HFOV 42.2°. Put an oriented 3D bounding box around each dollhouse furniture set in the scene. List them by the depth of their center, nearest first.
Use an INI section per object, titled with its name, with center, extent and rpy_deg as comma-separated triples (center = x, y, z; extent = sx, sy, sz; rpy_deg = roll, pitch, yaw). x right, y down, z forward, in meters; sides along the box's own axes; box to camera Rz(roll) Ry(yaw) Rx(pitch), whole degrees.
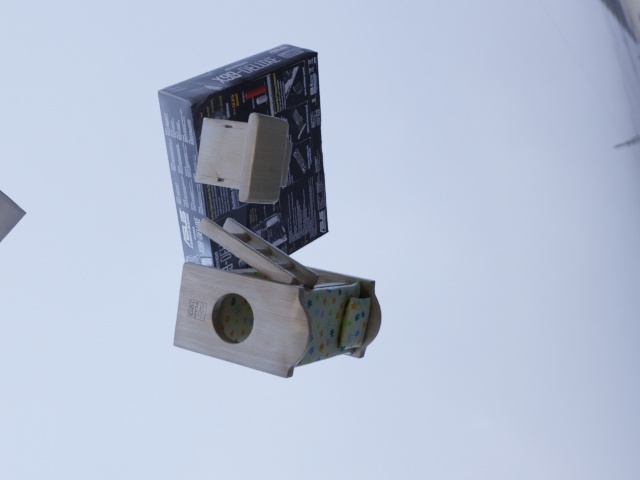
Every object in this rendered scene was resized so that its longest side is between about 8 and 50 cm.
[dollhouse furniture set]
center = 0.000, 0.000, 0.599
extent = 0.182, 0.101, 0.160
rpy_deg = -1, -79, -61

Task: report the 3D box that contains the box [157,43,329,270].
[box]
center = -0.100, -0.104, 1.216
extent = 0.242, 0.077, 0.307
rpy_deg = -31, -50, -37

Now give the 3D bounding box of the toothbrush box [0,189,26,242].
[toothbrush box]
center = -0.454, 0.056, 0.834
extent = 0.126, 0.216, 0.295
rpy_deg = 43, -114, -16
